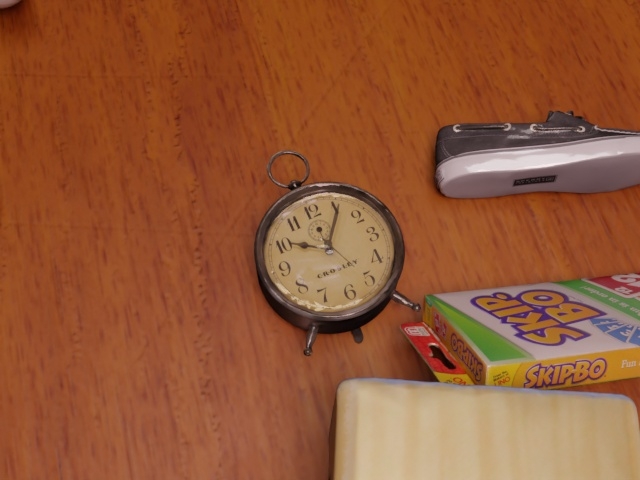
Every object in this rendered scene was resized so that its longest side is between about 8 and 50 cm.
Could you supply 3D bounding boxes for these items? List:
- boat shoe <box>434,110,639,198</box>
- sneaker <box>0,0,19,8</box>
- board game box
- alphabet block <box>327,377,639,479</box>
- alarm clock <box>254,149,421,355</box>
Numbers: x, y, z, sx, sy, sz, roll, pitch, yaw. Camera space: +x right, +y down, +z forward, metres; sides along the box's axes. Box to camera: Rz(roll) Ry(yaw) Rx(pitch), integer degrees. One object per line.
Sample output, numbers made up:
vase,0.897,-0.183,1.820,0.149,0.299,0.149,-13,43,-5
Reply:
boat shoe,0.220,-0.089,0.706,0.228,0.080,0.076,-6,67,4
sneaker,-0.411,-0.330,0.790,0.123,0.106,0.290,-31,62,-4
board game box,0.203,0.071,0.593,0.259,0.039,0.124,-7,21,-12
alphabet block,0.098,0.214,0.502,0.193,0.192,0.197,3,67,2
alarm clock,0.000,0.000,0.662,0.129,0.064,0.192,-20,71,-10
